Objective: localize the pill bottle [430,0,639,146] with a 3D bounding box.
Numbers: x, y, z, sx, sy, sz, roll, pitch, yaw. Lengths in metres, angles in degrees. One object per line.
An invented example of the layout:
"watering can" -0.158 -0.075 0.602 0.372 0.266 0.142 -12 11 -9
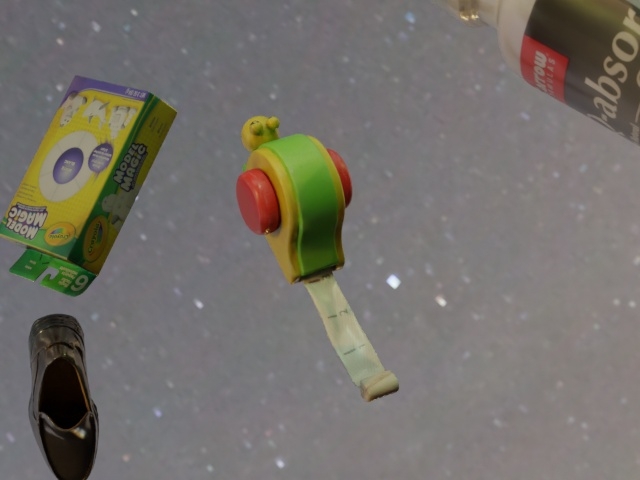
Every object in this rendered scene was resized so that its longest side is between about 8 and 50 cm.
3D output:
"pill bottle" 0.285 -0.196 1.228 0.210 0.363 0.210 -45 -25 -27

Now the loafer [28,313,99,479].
"loafer" -0.227 0.151 1.245 0.062 0.061 0.170 -10 -61 -8

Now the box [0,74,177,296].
"box" -0.202 -0.046 1.191 0.043 0.105 0.179 33 -103 -48

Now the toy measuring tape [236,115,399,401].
"toy measuring tape" 0.000 0.000 1.442 0.121 0.330 0.121 -23 -23 -10
